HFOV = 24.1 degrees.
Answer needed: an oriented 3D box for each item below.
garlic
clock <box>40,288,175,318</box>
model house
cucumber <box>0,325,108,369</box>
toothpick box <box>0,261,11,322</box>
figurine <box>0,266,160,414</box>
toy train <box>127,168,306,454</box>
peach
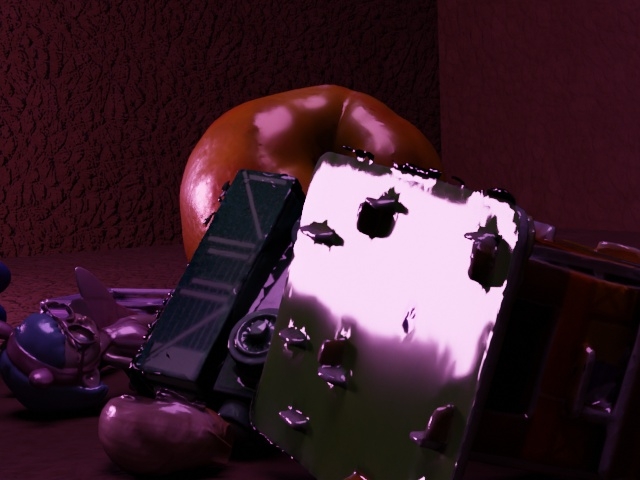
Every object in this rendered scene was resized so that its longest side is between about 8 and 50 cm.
[{"bbox_3d":[-0.137,0.158,1.204,0.152,0.066,0.084,5,-20,33],"label":"garlic"},{"bbox_3d":[-0.235,0.104,1.874,0.193,0.073,0.144,0,5,30],"label":"clock"},{"bbox_3d":[0.150,0.095,1.100,0.312,0.243,0.357,16,1,-24],"label":"model house"},{"bbox_3d":[-0.287,0.131,1.667,0.078,0.062,0.211,33,4,9],"label":"cucumber"},{"bbox_3d":[-0.530,0.056,1.691,0.354,0.263,0.263,-2,4,-17],"label":"toothpick box"},{"bbox_3d":[-0.193,0.128,1.505,0.260,0.103,0.205,-3,40,-42],"label":"figurine"},{"bbox_3d":[-0.047,0.054,1.306,0.154,0.269,0.115,10,-31,28],"label":"toy train"},{"bbox_3d":[-0.005,0.001,1.579,0.288,0.289,0.308,-2,-37,-8],"label":"peach"}]
